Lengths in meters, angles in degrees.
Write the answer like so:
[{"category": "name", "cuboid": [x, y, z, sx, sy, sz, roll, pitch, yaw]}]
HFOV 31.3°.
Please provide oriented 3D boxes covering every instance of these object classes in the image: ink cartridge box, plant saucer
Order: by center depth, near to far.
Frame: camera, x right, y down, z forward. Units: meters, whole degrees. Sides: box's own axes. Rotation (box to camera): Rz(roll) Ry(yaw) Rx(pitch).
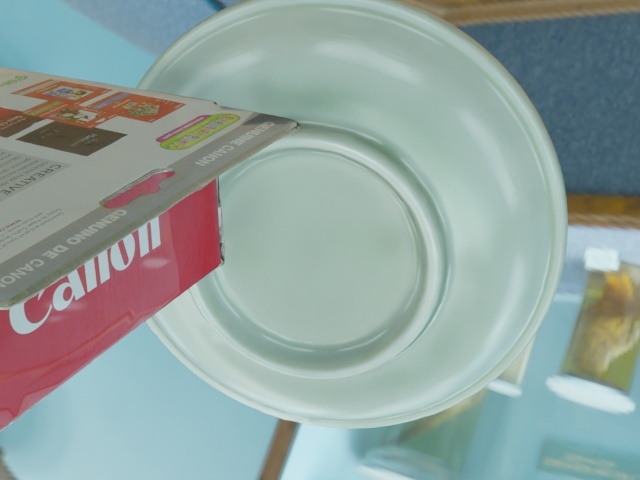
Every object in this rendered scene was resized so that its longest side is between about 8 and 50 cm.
[{"category": "ink cartridge box", "cuboid": [-0.194, 0.006, 0.695, 0.272, 0.309, 0.130, 11, 117, 24]}, {"category": "plant saucer", "cuboid": [0.000, 0.000, 0.942, 0.400, 0.400, 0.100, 20, -155, 3]}]
